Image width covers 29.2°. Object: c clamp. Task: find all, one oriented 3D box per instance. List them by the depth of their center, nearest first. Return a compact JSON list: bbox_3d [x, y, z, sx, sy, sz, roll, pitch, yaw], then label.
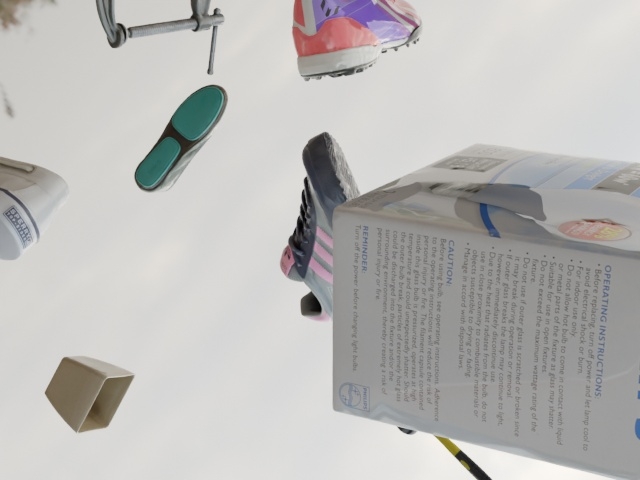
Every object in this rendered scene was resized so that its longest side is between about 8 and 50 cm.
[{"bbox_3d":[-0.144,-0.214,1.130,0.022,0.160,0.137,26,-65,36],"label":"c clamp"}]

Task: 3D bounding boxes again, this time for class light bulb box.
[{"bbox_3d":[0.252,0.055,1.273,0.361,0.225,0.358,9,-160,29],"label":"light bulb box"}]

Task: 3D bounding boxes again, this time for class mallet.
[{"bbox_3d":[0.183,0.275,1.647,0.039,0.189,0.062,-22,141,-49],"label":"mallet"}]

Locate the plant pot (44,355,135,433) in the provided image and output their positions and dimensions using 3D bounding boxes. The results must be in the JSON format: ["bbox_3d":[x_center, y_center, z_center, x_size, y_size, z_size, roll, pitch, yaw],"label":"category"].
[{"bbox_3d":[-0.394,0.248,2.057,0.109,0.096,0.109,-61,162,6],"label":"plant pot"}]

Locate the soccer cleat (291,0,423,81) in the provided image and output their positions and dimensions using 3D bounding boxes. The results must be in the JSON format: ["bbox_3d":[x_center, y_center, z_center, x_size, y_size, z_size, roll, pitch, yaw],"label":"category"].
[{"bbox_3d":[0.050,-0.287,1.546,0.108,0.116,0.318,-4,-163,24],"label":"soccer cleat"}]

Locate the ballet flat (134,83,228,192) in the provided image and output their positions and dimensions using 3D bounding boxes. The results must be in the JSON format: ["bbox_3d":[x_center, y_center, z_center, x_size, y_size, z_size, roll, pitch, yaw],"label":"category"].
[{"bbox_3d":[-0.217,-0.163,1.964,0.213,0.072,0.068,-49,163,11],"label":"ballet flat"}]

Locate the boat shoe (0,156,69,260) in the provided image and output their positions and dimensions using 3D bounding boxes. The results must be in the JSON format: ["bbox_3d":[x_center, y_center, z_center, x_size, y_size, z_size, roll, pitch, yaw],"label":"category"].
[{"bbox_3d":[-0.342,-0.047,1.184,0.267,0.096,0.088,5,-139,46],"label":"boat shoe"}]

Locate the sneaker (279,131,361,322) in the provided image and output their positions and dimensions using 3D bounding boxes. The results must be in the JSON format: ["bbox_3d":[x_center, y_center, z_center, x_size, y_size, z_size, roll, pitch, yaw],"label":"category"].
[{"bbox_3d":[0.000,0.000,1.603,0.131,0.319,0.112,-11,-138,8],"label":"sneaker"}]
